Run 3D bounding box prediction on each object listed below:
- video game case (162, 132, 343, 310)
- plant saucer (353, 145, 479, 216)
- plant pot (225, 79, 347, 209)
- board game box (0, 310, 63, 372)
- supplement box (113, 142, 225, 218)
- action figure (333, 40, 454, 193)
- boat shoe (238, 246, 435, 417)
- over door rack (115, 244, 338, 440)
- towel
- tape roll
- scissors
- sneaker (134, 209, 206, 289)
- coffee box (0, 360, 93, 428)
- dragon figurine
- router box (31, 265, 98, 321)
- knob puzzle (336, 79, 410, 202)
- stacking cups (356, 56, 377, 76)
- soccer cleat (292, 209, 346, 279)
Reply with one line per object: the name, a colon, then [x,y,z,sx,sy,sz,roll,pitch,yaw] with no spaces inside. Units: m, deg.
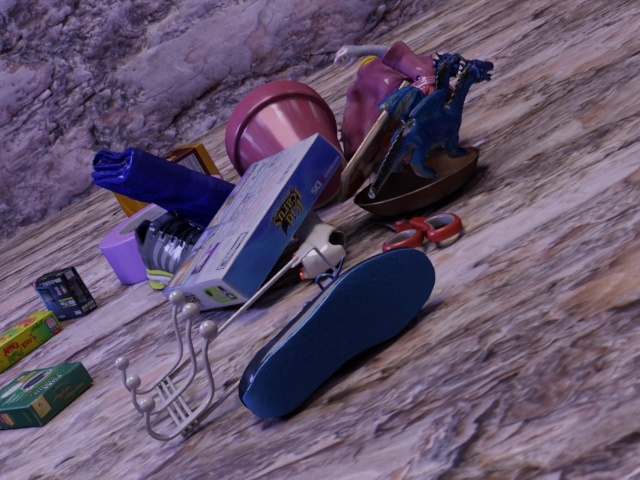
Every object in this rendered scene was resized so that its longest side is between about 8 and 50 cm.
video game case: [-0.104,-0.020,1.734,0.269,0.061,0.244,-57,19,-22]
plant saucer: [0.146,-0.082,1.694,0.199,0.036,0.198,-24,13,6]
plant pot: [-0.045,-0.151,1.999,0.201,0.201,0.180,-31,40,-5]
board game box: [-0.578,0.198,2.150,0.181,0.043,0.092,-38,16,-29]
supplement box: [-0.338,-0.114,2.592,0.194,0.129,0.191,-34,14,-18]
action figure: [0.157,-0.210,1.948,0.276,0.248,0.370,-5,7,-16]
boat shoe: [0.007,0.087,1.265,0.258,0.109,0.089,-32,11,-18]
over door rack: [-0.100,0.100,1.425,0.324,0.108,0.239,-32,15,-10]
towel: [-0.234,-0.078,2.019,0.228,0.308,0.076,7,79,64]
tape roll: [-0.295,-0.023,2.276,0.275,0.090,0.275,-27,13,7]
scissors: [0.127,-0.022,1.594,0.109,0.021,0.297,-23,8,1]
sneaker: [-0.233,0.010,1.968,0.111,0.121,0.300,-41,18,-35]
coffee box: [-0.434,0.236,1.739,0.184,0.040,0.113,-15,20,46]
dragon figurine: [0.136,-0.167,1.614,0.289,0.144,0.085,-30,30,-35]
router box: [-0.490,0.103,2.210,0.122,0.092,0.038,-14,21,48]
knob puzzle: [0.087,-0.130,1.727,0.213,0.030,0.213,-56,-8,-12]
stacking cups: [0.141,-0.345,2.524,0.096,0.096,0.316,-29,14,2]
soccer cleat: [0.000,0.000,1.675,0.076,0.068,0.196,-22,21,6]
